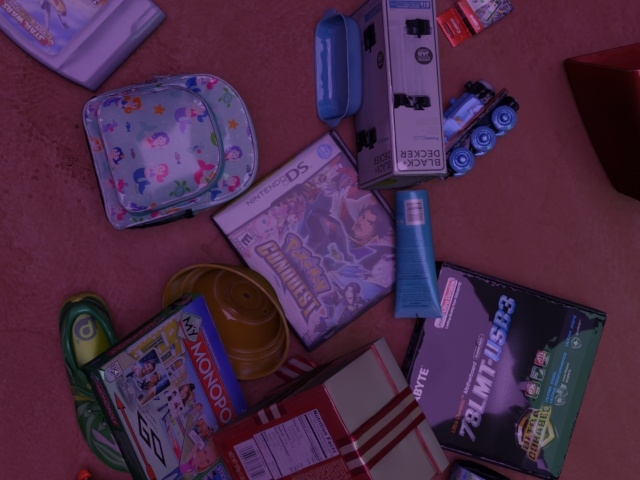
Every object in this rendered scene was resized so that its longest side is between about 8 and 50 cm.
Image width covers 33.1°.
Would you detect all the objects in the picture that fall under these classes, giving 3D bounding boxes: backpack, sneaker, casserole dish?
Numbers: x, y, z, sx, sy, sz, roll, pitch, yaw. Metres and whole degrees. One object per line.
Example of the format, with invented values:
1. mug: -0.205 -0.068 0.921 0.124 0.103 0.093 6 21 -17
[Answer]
1. backpack: -0.223 -0.143 1.653 0.254 0.191 0.225 -14 92 -12
2. backpack: 0.261 0.412 1.753 0.114 0.105 0.084 26 87 -1
3. sneaker: -0.343 0.227 1.667 0.109 0.123 0.295 -20 94 -7
4. casserole dish: 0.031 -0.274 1.717 0.037 0.114 0.188 -3 92 -27

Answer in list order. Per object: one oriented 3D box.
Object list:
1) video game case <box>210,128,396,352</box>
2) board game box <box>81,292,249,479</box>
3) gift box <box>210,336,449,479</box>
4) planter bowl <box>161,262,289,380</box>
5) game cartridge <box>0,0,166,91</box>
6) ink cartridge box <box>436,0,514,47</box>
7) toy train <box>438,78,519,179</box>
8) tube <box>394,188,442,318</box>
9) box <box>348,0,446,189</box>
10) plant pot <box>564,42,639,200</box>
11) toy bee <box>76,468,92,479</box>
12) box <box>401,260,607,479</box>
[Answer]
1. video game case: 0.000 0.000 1.750 0.248 0.035 0.275 -36 95 -5
2. board game box: -0.207 0.268 1.617 0.213 0.046 0.317 -37 116 -39
3. gift box: 0.004 0.307 1.635 0.276 0.258 0.255 -23 90 29
4. planter bowl: -0.132 0.107 1.687 0.217 0.090 0.217 12 125 18
5. game cartridge: -0.416 -0.385 1.687 0.297 0.062 0.198 43 82 -6
6. ink cartridge box: 0.254 -0.375 1.779 0.115 0.029 0.063 -33 95 -6
7. toy train: 0.238 -0.184 1.757 0.184 0.080 0.105 -45 90 -4
8. tube: 0.151 0.022 1.725 0.080 0.052 0.207 -2 91 29
9. box: 0.117 -0.231 1.677 0.087 0.169 0.289 -3 87 -18
10. plant pot: 0.575 -0.192 1.720 0.267 0.267 0.235 -12 105 -7
11. toy bee: -0.316 0.420 1.661 0.195 0.162 0.298 -41 133 13
12. box: 0.287 0.213 1.772 0.293 0.073 0.295 18 88 -8
